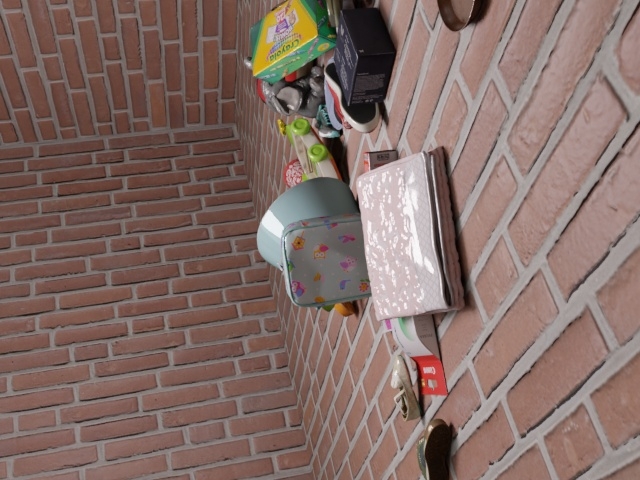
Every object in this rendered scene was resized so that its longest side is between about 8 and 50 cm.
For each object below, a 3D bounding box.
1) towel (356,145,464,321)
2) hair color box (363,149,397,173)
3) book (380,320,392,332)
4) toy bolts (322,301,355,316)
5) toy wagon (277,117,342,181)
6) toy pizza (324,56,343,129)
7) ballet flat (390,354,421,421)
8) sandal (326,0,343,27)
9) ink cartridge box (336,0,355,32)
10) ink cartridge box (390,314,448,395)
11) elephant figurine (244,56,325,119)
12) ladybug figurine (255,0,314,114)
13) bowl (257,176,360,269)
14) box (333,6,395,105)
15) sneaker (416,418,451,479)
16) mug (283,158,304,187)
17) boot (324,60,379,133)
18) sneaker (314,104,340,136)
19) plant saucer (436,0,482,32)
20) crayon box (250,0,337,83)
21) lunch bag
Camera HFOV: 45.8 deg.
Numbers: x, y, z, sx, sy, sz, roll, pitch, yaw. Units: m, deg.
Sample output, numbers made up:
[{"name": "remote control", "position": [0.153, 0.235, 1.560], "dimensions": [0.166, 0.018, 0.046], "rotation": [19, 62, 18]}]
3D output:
[{"name": "towel", "position": [0.175, -0.003, 1.587], "dimensions": [0.317, 0.053, 0.331], "rotation": [160, 104, -65]}, {"name": "hair color box", "position": [0.143, -0.138, 1.767], "dimensions": [0.043, 0.072, 0.141], "rotation": [-138, 43, -72]}, {"name": "book", "position": [0.175, 0.182, 1.917], "dimensions": [0.144, 0.035, 0.096], "rotation": [136, 123, -75]}, {"name": "toy bolts", "position": [0.060, 0.095, 2.273], "dimensions": [0.218, 0.158, 0.228], "rotation": [33, -159, -50]}, {"name": "toy wagon", "position": [-0.031, -0.254, 2.301], "dimensions": [0.344, 0.068, 0.267], "rotation": [60, 169, 33]}, {"name": "toy pizza", "position": [0.051, -0.411, 2.117], "dimensions": [0.201, 0.032, 0.201], "rotation": [173, 90, -77]}, {"name": "ballet flat", "position": [0.195, 0.354, 1.796], "dimensions": [0.057, 0.052, 0.168], "rotation": [-158, 48, -73]}, {"name": "sandal", "position": [0.060, -0.653, 1.794], "dimensions": [0.120, 0.086, 0.302], "rotation": [9, -99, -78]}, {"name": "ink cartridge box", "position": [0.077, -0.515, 1.941], "dimensions": [0.232, 0.066, 0.189], "rotation": [61, -167, -61]}, {"name": "ink cartridge box", "position": [0.215, 0.241, 1.718], "dimensions": [0.181, 0.056, 0.224], "rotation": [136, 128, -75]}, {"name": "elephant figurine", "position": [-0.108, -0.454, 2.327], "dimensions": [0.169, 0.239, 0.186], "rotation": [110, 150, -65]}, {"name": "ladybug figurine", "position": [-0.128, -0.594, 2.520], "dimensions": [0.449, 0.162, 0.305], "rotation": [100, 159, -55]}, {"name": "bowl", "position": [0.000, 0.000, 2.056], "dimensions": [0.163, 0.312, 0.311], "rotation": [52, 150, 40]}, {"name": "box", "position": [0.097, -0.424, 1.750], "dimensions": [0.158, 0.093, 0.156], "rotation": [99, 160, -56]}, {"name": "sneaker", "position": [0.243, 0.458, 1.686], "dimensions": [0.086, 0.064, 0.192], "rotation": [-128, 29, -57]}, {"name": "mug", "position": [-0.051, -0.218, 2.529], "dimensions": [0.169, 0.113, 0.150], "rotation": [-134, 36, -65]}, {"name": "boot", "position": [0.088, -0.313, 1.894], "dimensions": [0.176, 0.088, 0.244], "rotation": [75, 171, -51]}, {"name": "sneaker", "position": [0.018, -0.354, 2.240], "dimensions": [0.166, 0.065, 0.076], "rotation": [-122, 31, -59]}, {"name": "plant saucer", "position": [0.235, -0.434, 1.265], "dimensions": [0.168, 0.029, 0.168], "rotation": [173, 90, -77]}, {"name": "crayon box", "position": [-0.080, -0.579, 2.144], "dimensions": [0.278, 0.081, 0.165], "rotation": [-21, 68, 42]}, {"name": "lunch bag", "position": [0.034, 0.053, 1.896], "dimensions": [0.108, 0.279, 0.224], "rotation": [-132, 34, -76]}]
